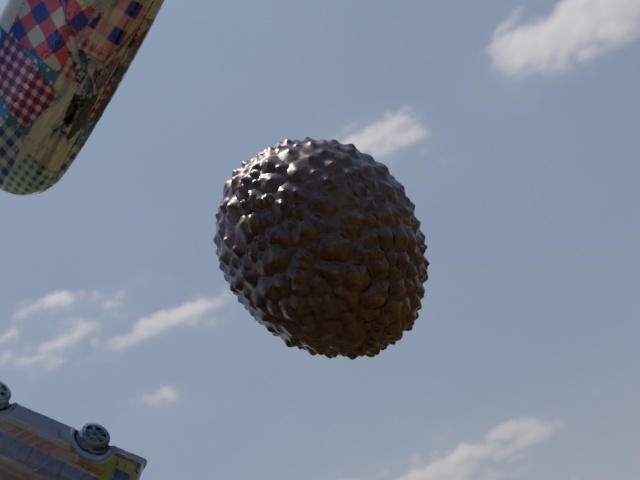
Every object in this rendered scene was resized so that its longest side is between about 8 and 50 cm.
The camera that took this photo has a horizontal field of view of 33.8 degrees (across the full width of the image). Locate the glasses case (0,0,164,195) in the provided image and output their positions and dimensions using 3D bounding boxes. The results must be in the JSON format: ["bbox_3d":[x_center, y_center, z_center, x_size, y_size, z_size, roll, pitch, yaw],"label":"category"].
[{"bbox_3d":[-0.240,-0.194,0.998,0.327,0.125,0.076,-57,-15,14],"label":"glasses case"}]

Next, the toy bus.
[{"bbox_3d":[-0.235,0.169,0.830,0.190,0.075,0.064,28,-62,-13],"label":"toy bus"}]

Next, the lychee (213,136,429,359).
[{"bbox_3d":[0.000,0.000,0.954,0.200,0.238,0.200,-16,-42,-15],"label":"lychee"}]
